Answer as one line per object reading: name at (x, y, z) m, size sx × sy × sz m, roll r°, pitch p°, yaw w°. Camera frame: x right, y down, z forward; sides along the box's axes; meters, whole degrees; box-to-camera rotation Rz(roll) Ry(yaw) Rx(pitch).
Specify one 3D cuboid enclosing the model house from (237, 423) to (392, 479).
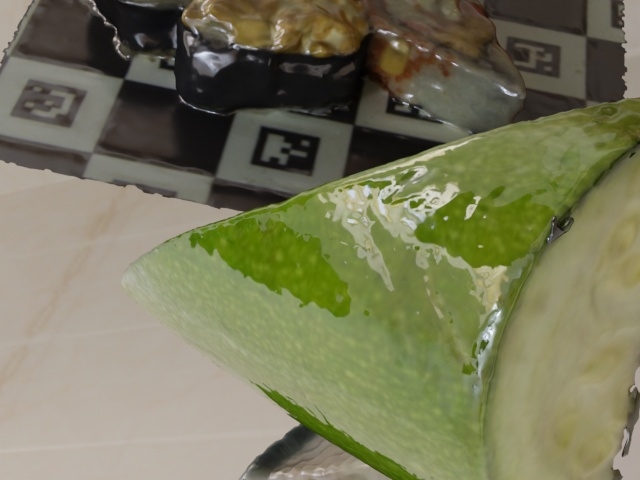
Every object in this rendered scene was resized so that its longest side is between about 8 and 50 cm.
model house at (-0.015, 0.257, 0.902) m, size 0.298 × 0.284 × 0.243 m, roll -30°, pitch -71°, yaw -56°

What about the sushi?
sushi at (0.014, -0.152, 0.733) m, size 0.359 × 0.343 × 0.064 m, roll -77°, pitch -2°, yaw -46°

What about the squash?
squash at (0.000, 0.000, 0.553) m, size 0.111 × 0.288 × 0.203 m, roll -8°, pitch -63°, yaw -38°
